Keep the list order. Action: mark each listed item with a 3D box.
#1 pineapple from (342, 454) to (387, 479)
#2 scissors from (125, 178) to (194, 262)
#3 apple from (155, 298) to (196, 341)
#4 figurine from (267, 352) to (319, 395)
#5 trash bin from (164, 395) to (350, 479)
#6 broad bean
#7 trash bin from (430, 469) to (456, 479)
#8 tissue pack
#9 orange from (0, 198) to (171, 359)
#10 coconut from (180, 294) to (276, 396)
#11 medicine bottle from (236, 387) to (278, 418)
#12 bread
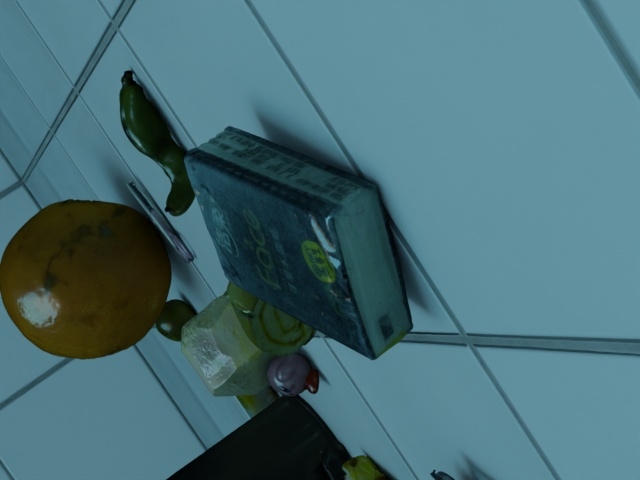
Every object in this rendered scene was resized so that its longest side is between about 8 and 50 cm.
[{"bbox_3d":[0.082,0.388,1.857,0.137,0.069,0.116,53,165,13],"label":"pineapple"},{"bbox_3d":[-0.276,-0.033,2.111,0.176,0.022,0.085,53,167,-4],"label":"scissors"},{"bbox_3d":[-0.283,0.160,2.430,0.089,0.074,0.089,29,161,11],"label":"apple"},{"bbox_3d":[-0.045,0.201,1.843,0.083,0.071,0.067,138,138,-66],"label":"figurine"},{"bbox_3d":[-0.115,0.418,2.065,0.203,0.301,0.252,61,165,-25],"label":"trash bin"},{"bbox_3d":[-0.230,-0.136,1.704,0.048,0.070,0.213,-23,92,57],"label":"broad bean"},{"bbox_3d":[0.111,0.489,1.432,0.256,0.368,0.296,38,157,47],"label":"trash bin"},{"bbox_3d":[-0.023,-0.003,1.287,0.257,0.081,0.185,25,140,47],"label":"tissue pack"},{"bbox_3d":[-0.427,0.070,2.227,0.312,0.312,0.312,49,163,20],"label":"orange"},{"bbox_3d":[-0.130,0.169,1.895,0.152,0.147,0.147,55,164,12],"label":"coconut"},{"bbox_3d":[-0.153,0.224,2.196,0.218,0.074,0.074,58,164,-18],"label":"medicine bottle"},{"bbox_3d":[-0.051,0.074,1.507,0.064,0.117,0.156,38,157,40],"label":"bread"}]
